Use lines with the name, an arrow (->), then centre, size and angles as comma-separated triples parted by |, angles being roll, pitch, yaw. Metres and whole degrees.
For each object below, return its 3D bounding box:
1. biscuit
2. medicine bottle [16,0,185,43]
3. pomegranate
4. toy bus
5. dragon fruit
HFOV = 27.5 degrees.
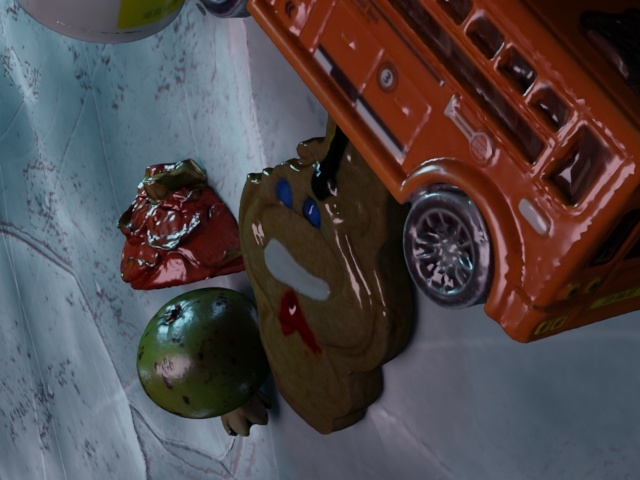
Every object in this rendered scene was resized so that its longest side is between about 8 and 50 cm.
biscuit -> 0.004, 0.005, 0.928 | 0.183, 0.047, 0.320 | 54, 144, 23
medicine bottle -> -0.144, -0.275, 0.917 | 0.143, 0.143, 0.258 | 54, 147, 27
pomegranate -> -0.085, 0.105, 1.074 | 0.114, 0.114, 0.142 | 25, 154, 51
toy bus -> 0.068, -0.111, 0.670 | 0.329, 0.143, 0.153 | 54, 136, 29
dragon fruit -> -0.138, -0.011, 1.118 | 0.162, 0.083, 0.106 | -3, 101, 61
